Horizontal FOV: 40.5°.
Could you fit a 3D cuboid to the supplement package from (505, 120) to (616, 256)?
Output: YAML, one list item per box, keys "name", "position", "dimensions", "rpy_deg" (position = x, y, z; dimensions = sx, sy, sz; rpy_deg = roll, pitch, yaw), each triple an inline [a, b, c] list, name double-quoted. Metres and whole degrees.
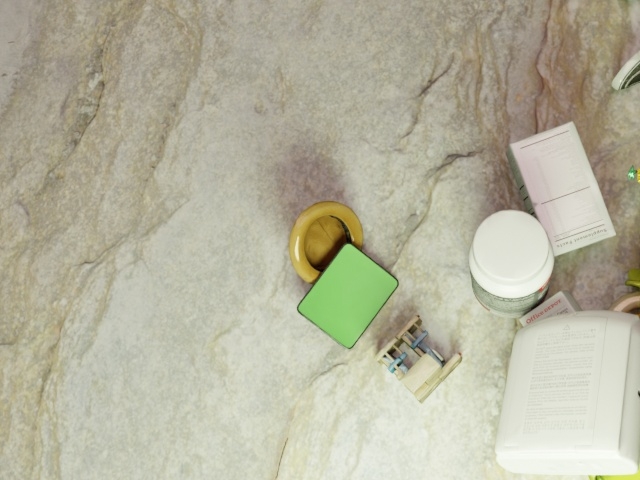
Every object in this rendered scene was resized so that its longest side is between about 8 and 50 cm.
- name: "supplement package"
  position: [0.486, -0.098, 1.771]
  dimensions: [0.139, 0.134, 0.244]
  rpy_deg: [-19, 85, 8]

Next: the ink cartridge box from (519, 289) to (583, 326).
- name: "ink cartridge box"
  position: [0.486, 0.189, 1.732]
  dimensions: [0.109, 0.063, 0.150]
  rpy_deg: [-40, 68, 24]

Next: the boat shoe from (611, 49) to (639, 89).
- name: "boat shoe"
  position: [0.730, -0.388, 1.871]
  dimensions: [0.219, 0.078, 0.070]
  rpy_deg: [-37, 69, -3]

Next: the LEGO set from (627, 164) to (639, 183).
- name: "LEGO set"
  position: [0.745, -0.058, 1.643]
  dimensions: [0.332, 0.192, 0.254]
  rpy_deg: [8, 96, 26]

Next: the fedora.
- name: "fedora"
  position: [0.000, 0.000, 1.874]
  dimensions: [0.194, 0.194, 0.079]
  rpy_deg: [-52, 34, -7]

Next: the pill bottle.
- name: "pill bottle"
  position: [0.373, 0.048, 1.699]
  dimensions: [0.161, 0.283, 0.161]
  rpy_deg: [-3, 73, 11]

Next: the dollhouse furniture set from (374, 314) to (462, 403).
- name: "dollhouse furniture set"
  position: [0.193, 0.227, 1.734]
  dimensions: [0.129, 0.183, 0.129]
  rpy_deg: [-46, 70, -4]

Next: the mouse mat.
- name: "mouse mat"
  position: [0.060, 0.118, 1.855]
  dimensions: [0.153, 0.007, 0.189]
  rpy_deg: [39, 82, -8]

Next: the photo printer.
- name: "photo printer"
  position: [0.460, 0.267, 1.572]
  dimensions: [0.256, 0.107, 0.307]
  rpy_deg: [-13, 46, 39]

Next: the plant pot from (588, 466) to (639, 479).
- name: "plant pot"
  position: [0.612, 0.410, 1.577]
  dimensions: [0.207, 0.228, 0.227]
  rpy_deg: [39, 86, 25]

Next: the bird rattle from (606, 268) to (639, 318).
- name: "bird rattle"
  position: [0.667, 0.176, 1.712]
  dimensions: [0.207, 0.143, 0.253]
  rpy_deg: [-31, 82, 13]

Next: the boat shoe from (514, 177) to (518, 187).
- name: "boat shoe"
  position: [0.480, -0.128, 1.862]
  dimensions: [0.125, 0.038, 0.046]
  rpy_deg: [-6, 87, 10]
